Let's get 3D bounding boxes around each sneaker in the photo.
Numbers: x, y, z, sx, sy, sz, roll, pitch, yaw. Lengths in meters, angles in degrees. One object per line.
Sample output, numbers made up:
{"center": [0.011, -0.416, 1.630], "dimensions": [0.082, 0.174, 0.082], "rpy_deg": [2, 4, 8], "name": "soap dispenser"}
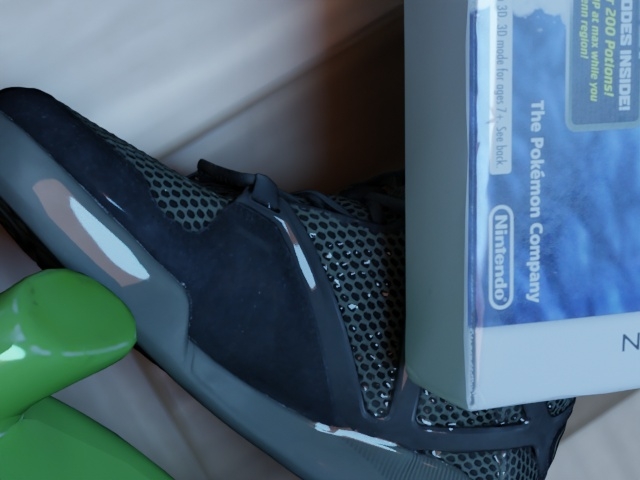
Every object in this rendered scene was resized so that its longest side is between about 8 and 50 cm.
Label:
{"center": [0.000, 0.000, 0.501], "dimensions": [0.227, 0.087, 0.130], "rpy_deg": [37, 84, -23], "name": "sneaker"}

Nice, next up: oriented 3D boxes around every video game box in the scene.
{"center": [0.116, -0.062, 0.465], "dimensions": [0.187, 0.048, 0.205], "rpy_deg": [-6, 102, -24], "name": "video game box"}

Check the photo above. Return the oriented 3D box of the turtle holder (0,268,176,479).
{"center": [-0.125, 0.155, 0.383], "dimensions": [0.227, 0.243, 0.320], "rpy_deg": [-34, 144, 23], "name": "turtle holder"}
